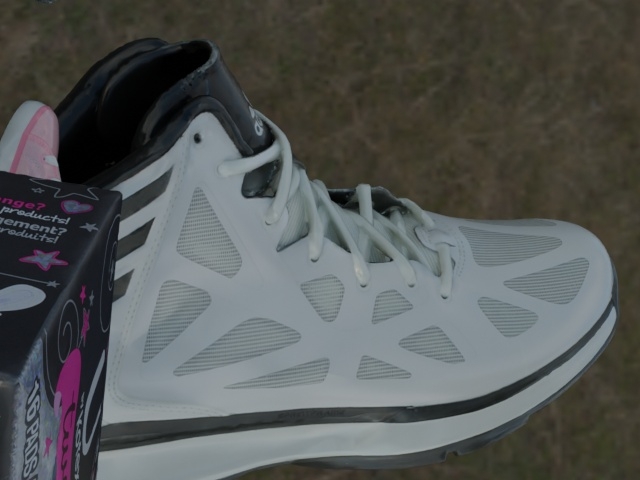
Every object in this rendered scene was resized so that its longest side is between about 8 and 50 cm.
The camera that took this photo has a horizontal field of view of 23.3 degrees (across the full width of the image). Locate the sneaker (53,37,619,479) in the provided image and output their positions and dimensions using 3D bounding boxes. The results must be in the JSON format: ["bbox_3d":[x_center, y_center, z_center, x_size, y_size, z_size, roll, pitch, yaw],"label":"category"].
[{"bbox_3d":[0.000,0.001,0.944,0.447,0.169,0.257,-13,125,-21],"label":"sneaker"}]

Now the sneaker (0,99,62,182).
[{"bbox_3d":[-0.129,0.000,0.743,0.051,0.070,0.134,97,5,-67],"label":"sneaker"}]

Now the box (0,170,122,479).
[{"bbox_3d":[-0.173,0.101,0.600,0.142,0.163,0.247,-76,176,-60],"label":"box"}]

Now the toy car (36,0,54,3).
[{"bbox_3d":[-0.211,-0.218,0.867,0.188,0.149,0.155,23,91,-24],"label":"toy car"}]
